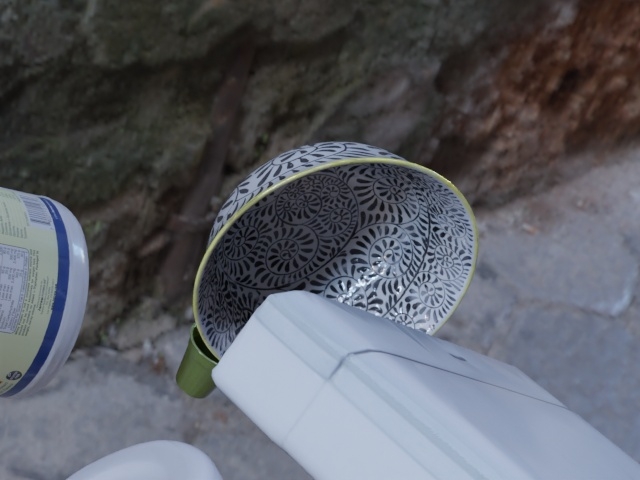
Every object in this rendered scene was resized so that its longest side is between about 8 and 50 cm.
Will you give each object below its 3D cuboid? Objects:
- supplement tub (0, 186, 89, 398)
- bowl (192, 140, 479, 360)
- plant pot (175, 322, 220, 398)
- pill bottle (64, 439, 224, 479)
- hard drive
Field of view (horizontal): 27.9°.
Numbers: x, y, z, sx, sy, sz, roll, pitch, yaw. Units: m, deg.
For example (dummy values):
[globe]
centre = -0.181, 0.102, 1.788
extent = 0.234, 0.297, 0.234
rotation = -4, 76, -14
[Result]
[supplement tub]
centre = -0.442, 0.040, 1.389
extent = 0.325, 0.235, 0.235
rotation = 13, 32, -38
[bowl]
centre = 0.000, 0.000, 0.762
extent = 0.170, 0.170, 0.080
rotation = 4, 36, -23
[plant pot]
centre = -0.146, 0.157, 1.638
extent = 0.083, 0.079, 0.083
rotation = 26, 31, -17
[pill bottle]
centre = -0.128, 0.425, 1.315
extent = 0.229, 0.408, 0.229
rotation = -22, 23, 10
[hard drive]
centre = 0.147, 0.149, 0.405
extent = 0.353, 0.047, 0.233
rotation = 40, 8, 29
